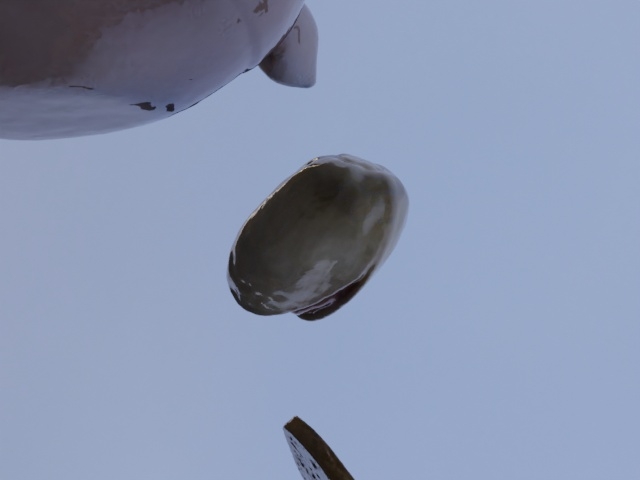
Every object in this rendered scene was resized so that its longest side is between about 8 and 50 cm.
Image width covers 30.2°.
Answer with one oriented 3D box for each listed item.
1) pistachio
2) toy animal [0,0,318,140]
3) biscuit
[{"bbox_3d":[0.000,0.000,1.603,0.299,0.187,0.188,-47,-136,37],"label":"pistachio"},{"bbox_3d":[-0.116,-0.140,0.667,0.154,0.250,0.166,63,-19,17],"label":"toy animal"},{"bbox_3d":[0.027,0.287,1.288,0.221,0.029,0.142,59,-18,4],"label":"biscuit"}]
